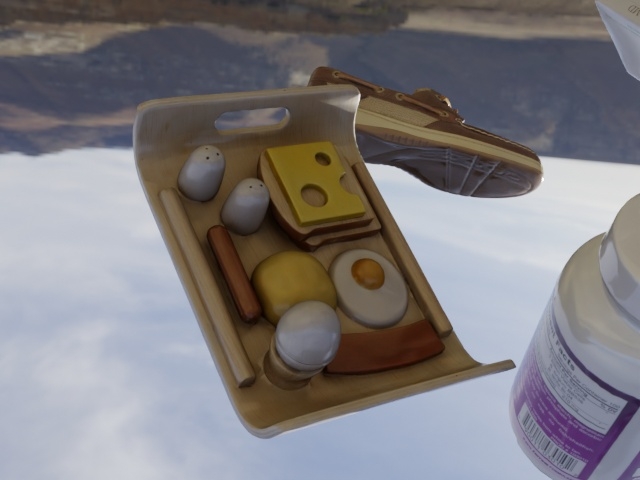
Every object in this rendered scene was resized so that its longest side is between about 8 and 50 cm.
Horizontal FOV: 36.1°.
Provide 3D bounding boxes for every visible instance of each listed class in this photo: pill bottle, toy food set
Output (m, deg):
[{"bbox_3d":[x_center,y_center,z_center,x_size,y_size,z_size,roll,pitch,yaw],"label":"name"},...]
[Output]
[{"bbox_3d":[0.277,0.093,0.869,0.169,0.169,0.301,2,143,-3],"label":"pill bottle"},{"bbox_3d":[0.000,0.000,0.801,0.220,0.306,0.092,-10,151,-30],"label":"toy food set"}]

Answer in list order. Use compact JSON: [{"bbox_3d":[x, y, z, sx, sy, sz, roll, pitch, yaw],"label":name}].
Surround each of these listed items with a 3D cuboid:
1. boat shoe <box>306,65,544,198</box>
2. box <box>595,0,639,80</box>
[{"bbox_3d":[0.140,-0.155,1.325,0.342,0.123,0.123,14,156,2],"label":"boat shoe"},{"bbox_3d":[0.310,-0.181,0.838,0.102,0.087,0.101,46,-173,-41],"label":"box"}]
